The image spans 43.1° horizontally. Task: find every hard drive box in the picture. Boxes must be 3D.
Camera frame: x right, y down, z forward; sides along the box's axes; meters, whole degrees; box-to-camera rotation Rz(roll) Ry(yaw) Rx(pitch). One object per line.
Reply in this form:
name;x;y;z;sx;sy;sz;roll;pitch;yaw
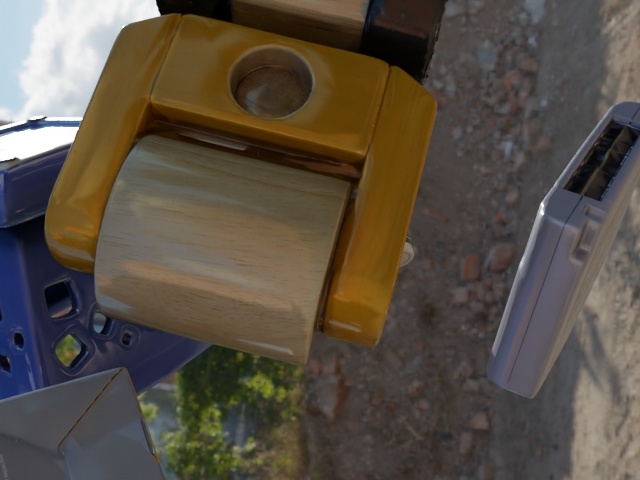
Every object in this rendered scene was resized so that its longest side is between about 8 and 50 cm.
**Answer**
hard drive box;-0.126;0.211;0.453;0.181;0.089;0.232;62;153;29

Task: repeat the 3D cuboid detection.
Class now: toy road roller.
toy road roller;-0.030;-0.063;0.591;0.241;0.202;0.330;95;-170;-66

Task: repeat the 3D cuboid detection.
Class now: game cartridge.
game cartridge;0.235;0.005;0.745;0.294;0.060;0.196;-40;-37;-49

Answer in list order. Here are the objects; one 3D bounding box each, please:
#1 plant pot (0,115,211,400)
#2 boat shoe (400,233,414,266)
plant pot;-0.236;0.010;0.709;0.236;0.235;0.212;-33;-58;-49
boat shoe;0.000;0.000;0.909;0.075;0.205;0.065;105;160;-63
